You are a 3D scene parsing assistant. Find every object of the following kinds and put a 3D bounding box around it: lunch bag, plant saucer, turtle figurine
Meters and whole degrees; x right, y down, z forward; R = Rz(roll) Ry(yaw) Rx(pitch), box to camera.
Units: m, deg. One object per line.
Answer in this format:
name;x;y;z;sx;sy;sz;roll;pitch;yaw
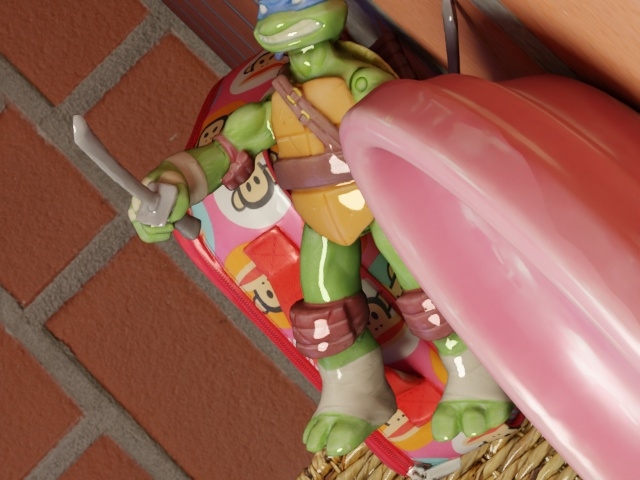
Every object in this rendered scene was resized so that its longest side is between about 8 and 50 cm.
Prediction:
lunch bag;0.031;0.015;1.227;0.293;0.120;0.258;48;-153;-19
plant saucer;0.144;0.049;0.771;0.332;0.084;0.332;49;175;6
turtle figurine;0.000;0.000;0.987;0.274;0.198;0.266;-115;4;-74

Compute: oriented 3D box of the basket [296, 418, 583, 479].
basket;0.154;0.196;1.478;0.223;0.299;0.213;42;180;19
